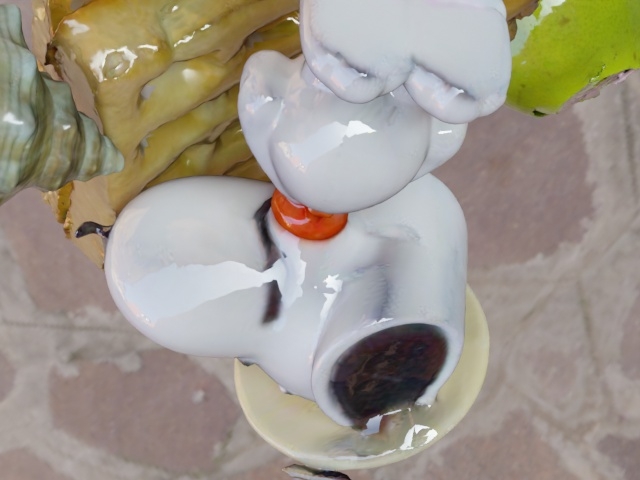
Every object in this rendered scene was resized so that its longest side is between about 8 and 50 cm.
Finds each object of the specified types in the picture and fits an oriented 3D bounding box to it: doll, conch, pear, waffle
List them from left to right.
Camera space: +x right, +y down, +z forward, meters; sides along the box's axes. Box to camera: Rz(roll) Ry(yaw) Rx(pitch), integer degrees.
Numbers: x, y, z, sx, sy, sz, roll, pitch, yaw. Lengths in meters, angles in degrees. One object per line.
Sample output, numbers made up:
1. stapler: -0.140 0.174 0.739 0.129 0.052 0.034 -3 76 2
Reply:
1. conch: -0.176 -0.045 0.552 0.137 0.234 0.114 3 95 32
2. waffle: -0.006 -0.128 0.745 0.098 0.327 0.224 51 157 19
3. doll: 0.021 0.001 0.621 0.208 0.144 0.271 23 140 -24
4. pear: 0.186 -0.221 1.214 0.187 0.187 0.220 -29 89 32
